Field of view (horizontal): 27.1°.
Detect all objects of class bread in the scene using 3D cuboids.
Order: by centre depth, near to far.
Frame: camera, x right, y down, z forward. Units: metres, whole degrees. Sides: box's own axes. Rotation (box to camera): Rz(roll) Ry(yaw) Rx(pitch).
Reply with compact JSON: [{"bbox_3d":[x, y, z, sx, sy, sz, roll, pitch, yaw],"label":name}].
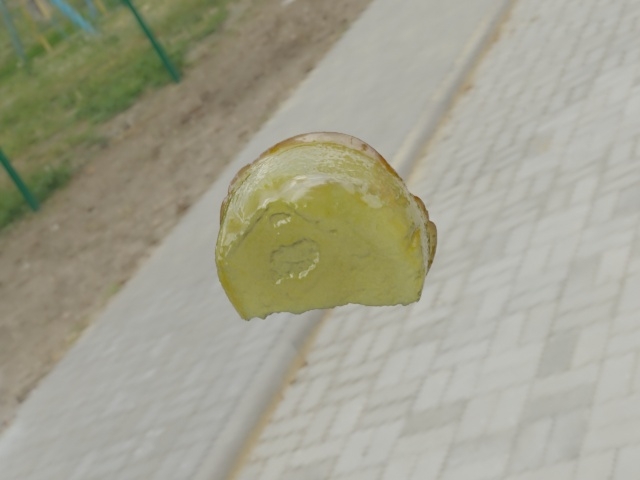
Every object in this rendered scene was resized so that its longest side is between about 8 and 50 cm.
[{"bbox_3d":[0.001,-0.009,0.925,0.156,0.125,0.086,-2,28,8],"label":"bread"}]
